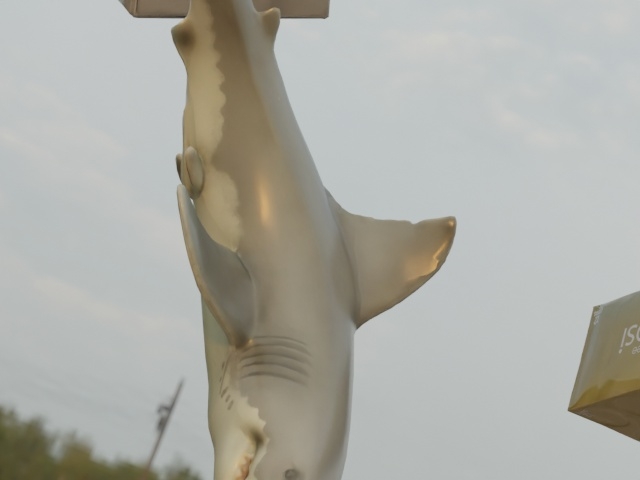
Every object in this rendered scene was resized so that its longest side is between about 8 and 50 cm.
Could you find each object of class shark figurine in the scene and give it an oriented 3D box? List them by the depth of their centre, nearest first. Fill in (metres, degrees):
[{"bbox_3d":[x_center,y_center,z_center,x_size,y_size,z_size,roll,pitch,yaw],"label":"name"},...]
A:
[{"bbox_3d":[-0.004,-0.024,0.695,0.116,0.278,0.166,-6,3,-4],"label":"shark figurine"}]

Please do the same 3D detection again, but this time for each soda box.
[{"bbox_3d":[0.186,0.048,0.785,0.061,0.058,0.181,24,-23,-16],"label":"soda box"}]

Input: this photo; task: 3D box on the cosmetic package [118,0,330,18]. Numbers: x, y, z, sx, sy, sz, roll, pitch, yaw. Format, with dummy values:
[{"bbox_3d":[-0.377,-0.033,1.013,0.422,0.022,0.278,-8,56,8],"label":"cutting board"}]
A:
[{"bbox_3d":[-0.054,-0.251,1.012,0.127,0.238,0.107,0,24,-21],"label":"cosmetic package"}]
